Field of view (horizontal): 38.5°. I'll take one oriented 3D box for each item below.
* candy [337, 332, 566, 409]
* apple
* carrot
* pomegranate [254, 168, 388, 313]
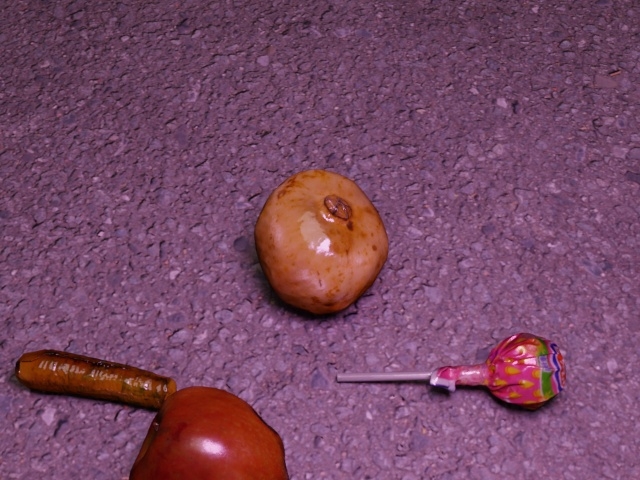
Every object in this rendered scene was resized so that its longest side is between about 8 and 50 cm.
[{"bbox_3d":[0.208,0.213,1.480,0.366,0.124,0.124,-2,51,10],"label":"candy"},{"bbox_3d":[-0.157,0.330,1.314,0.230,0.230,0.230,-1,51,1],"label":"apple"},{"bbox_3d":[-0.363,0.227,1.487,0.260,0.070,0.070,10,52,7],"label":"carrot"},{"bbox_3d":[0.000,0.000,1.556,0.248,0.248,0.248,-1,51,1],"label":"pomegranate"}]
